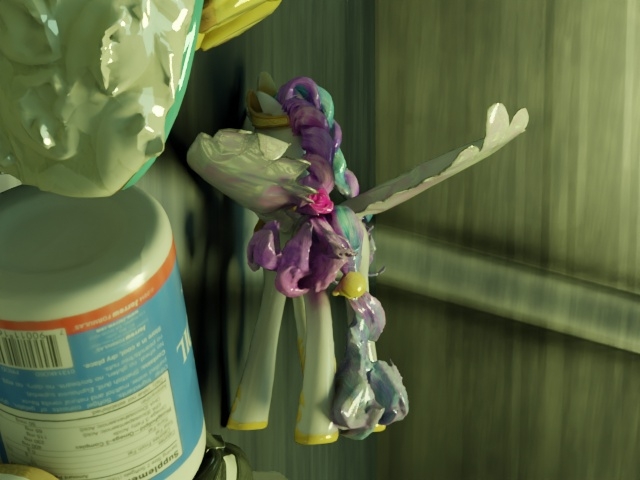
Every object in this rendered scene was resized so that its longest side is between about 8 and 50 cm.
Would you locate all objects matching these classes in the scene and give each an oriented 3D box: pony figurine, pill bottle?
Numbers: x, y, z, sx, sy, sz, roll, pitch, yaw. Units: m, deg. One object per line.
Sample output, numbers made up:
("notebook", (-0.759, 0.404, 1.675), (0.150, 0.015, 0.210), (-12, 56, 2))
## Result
("pony figurine", (0.000, 0.000, 1.268), (0.351, 0.302, 0.363), (172, -83, -67))
("pill bottle", (-0.131, 0.085, 0.775), (0.124, 0.124, 0.221), (-76, 165, -52))

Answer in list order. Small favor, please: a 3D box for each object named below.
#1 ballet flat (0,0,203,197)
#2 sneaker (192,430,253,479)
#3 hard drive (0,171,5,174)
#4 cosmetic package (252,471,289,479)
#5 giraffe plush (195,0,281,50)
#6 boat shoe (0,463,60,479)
("ballet flat", (-0.118, -0.219, 0.446), (0.147, 0.147, 0.409), (33, 57, -79))
("sneaker", (-0.101, 0.188, 1.107), (0.234, 0.078, 0.106), (-39, 132, -75))
("hard drive", (-0.160, -0.139, 0.781), (0.255, 0.054, 0.172), (-58, 148, -72))
("cosmetic package", (-0.050, 0.277, 1.266), (0.239, 0.060, 0.099), (164, -70, -79))
("giraffe plush", (-0.083, -0.241, 0.975), (0.170, 0.210, 0.181), (61, 17, -4))
("boat shoe", (-0.158, 0.260, 0.744), (0.096, 0.098, 0.277), (-69, 149, -62))
